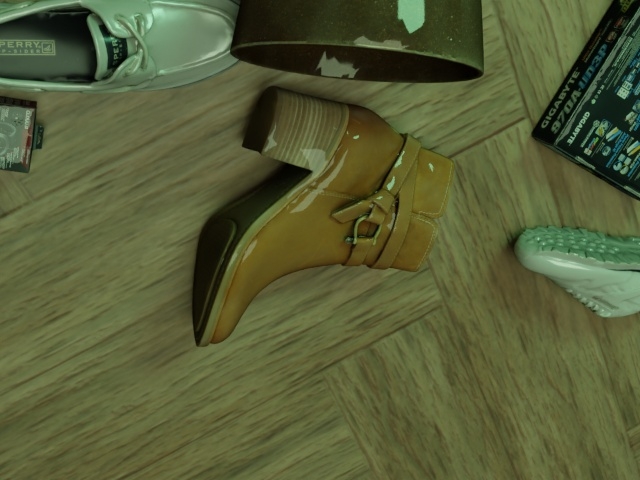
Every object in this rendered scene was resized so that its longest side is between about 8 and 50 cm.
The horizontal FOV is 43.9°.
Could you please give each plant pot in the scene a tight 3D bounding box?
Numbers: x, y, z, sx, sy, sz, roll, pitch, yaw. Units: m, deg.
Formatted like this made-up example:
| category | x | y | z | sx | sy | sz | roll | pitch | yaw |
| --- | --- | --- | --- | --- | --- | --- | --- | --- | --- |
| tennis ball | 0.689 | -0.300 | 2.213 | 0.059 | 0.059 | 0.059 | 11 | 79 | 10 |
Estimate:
| category | x | y | z | sx | sy | sz | roll | pitch | yaw |
| --- | --- | --- | --- | --- | --- | --- | --- | --- | --- |
| plant pot | 0.041 | -0.262 | 0.670 | 0.216 | 0.215 | 0.230 | 4 | 95 | -19 |

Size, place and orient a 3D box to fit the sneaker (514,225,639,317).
| category | x | y | z | sx | sy | sz | roll | pitch | yaw |
| --- | --- | --- | --- | --- | --- | --- | --- | --- | --- |
| sneaker | 0.327 | 0.045 | 0.938 | 0.235 | 0.090 | 0.094 | 10 | 117 | -19 |

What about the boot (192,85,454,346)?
| category | x | y | z | sx | sy | sz | roll | pitch | yaw |
| --- | --- | --- | --- | --- | --- | --- | --- | --- | --- |
| boot | 0.000 | 0.000 | 0.817 | 0.220 | 0.109 | 0.283 | 17 | 98 | -27 |

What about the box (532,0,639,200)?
| category | x | y | z | sx | sy | sz | roll | pitch | yaw |
| --- | --- | --- | --- | --- | --- | --- | --- | --- | --- |
| box | 0.364 | -0.167 | 0.877 | 0.175 | 0.051 | 0.220 | 24 | 103 | -24 |

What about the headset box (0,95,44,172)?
| category | x | y | z | sx | sy | sz | roll | pitch | yaw |
| --- | --- | --- | --- | --- | --- | --- | --- | --- | --- |
| headset box | -0.293 | -0.097 | 0.713 | 0.083 | 0.032 | 0.062 | 6 | 110 | -20 |

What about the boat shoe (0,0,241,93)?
| category | x | y | z | sx | sy | sz | roll | pitch | yaw |
| --- | --- | --- | --- | --- | --- | --- | --- | --- | --- |
| boat shoe | -0.184 | -0.172 | 0.684 | 0.268 | 0.088 | 0.096 | -3 | 112 | -16 |
